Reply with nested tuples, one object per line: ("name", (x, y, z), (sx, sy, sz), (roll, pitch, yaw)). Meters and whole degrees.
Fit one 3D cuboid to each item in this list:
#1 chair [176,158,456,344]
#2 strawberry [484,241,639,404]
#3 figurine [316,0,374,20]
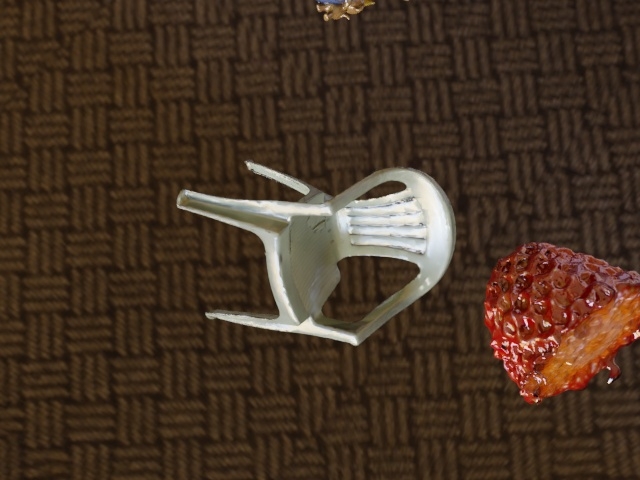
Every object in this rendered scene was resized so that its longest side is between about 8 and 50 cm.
("chair", (0.000, 0.000, 1.581), (0.275, 0.203, 0.190), (13, 38, 32))
("strawberry", (0.302, 0.082, 1.621), (0.234, 0.234, 0.178), (-35, 61, -6))
("figurine", (0.088, -0.399, 1.717), (0.275, 0.158, 0.161), (-32, 90, -44))
